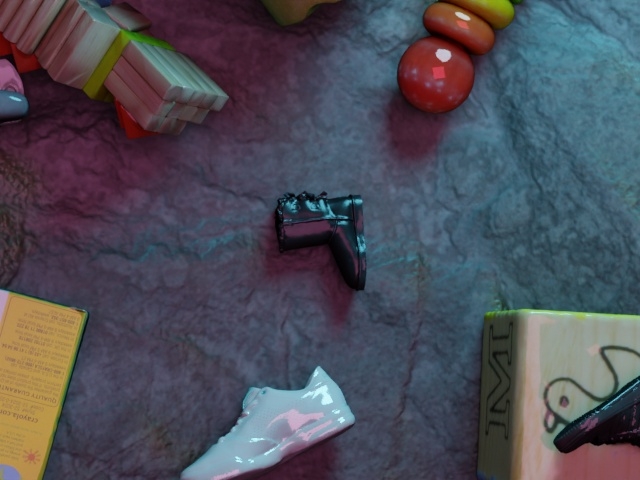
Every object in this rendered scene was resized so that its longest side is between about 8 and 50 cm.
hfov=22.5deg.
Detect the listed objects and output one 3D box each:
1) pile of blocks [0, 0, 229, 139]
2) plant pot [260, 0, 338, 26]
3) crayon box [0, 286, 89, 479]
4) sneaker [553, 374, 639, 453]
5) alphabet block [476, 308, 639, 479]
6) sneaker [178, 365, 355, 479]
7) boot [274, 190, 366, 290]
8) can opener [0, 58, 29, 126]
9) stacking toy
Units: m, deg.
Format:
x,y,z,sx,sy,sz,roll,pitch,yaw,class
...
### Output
x,y,z,sx,sy,sz,roll,pitch,yaw,class
-0.279,-0.223,1.787,0.362,0.149,0.112,38,108,4,pile of blocks
-0.029,-0.386,1.764,0.276,0.276,0.254,-33,103,-8,plant pot
-0.392,0.204,1.757,0.202,0.081,0.318,16,84,-6,crayon box
0.332,0.195,1.669,0.170,0.051,0.089,-33,87,-12,sneaker
0.286,0.180,1.788,0.192,0.193,0.197,3,86,-9,alphabet block
-0.073,0.213,1.808,0.212,0.080,0.094,-24,78,-15,sneaker
0.000,0.000,1.836,0.099,0.045,0.121,-3,80,-10,boot
-0.462,-0.145,1.769,0.280,0.093,0.074,-11,89,-3,can opener
0.186,-0.298,1.837,0.141,0.141,0.330,27,88,-5,stacking toy
